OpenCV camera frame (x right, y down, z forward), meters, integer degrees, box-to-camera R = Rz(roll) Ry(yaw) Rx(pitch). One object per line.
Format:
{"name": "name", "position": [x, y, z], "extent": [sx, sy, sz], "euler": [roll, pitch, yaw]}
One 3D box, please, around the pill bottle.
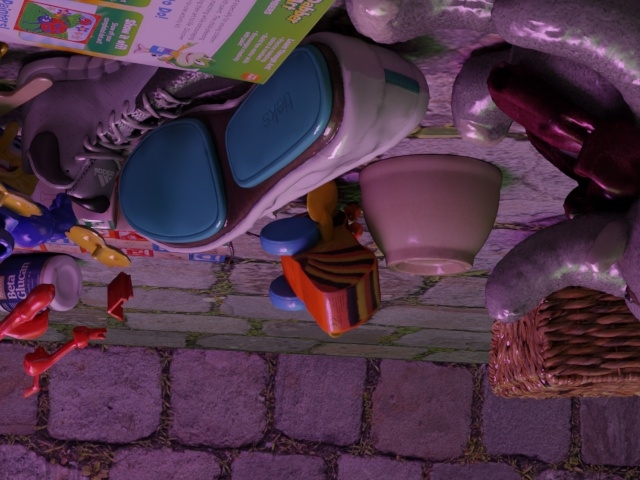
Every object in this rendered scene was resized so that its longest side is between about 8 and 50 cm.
{"name": "pill bottle", "position": [-0.495, 0.074, 1.603], "extent": [0.169, 0.094, 0.094], "euler": [-4, 166, 22]}

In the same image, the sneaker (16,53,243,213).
{"name": "sneaker", "position": [-0.152, -0.087, 0.770], "extent": [0.229, 0.132, 0.086], "euler": [-5, 165, 29]}

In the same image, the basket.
{"name": "basket", "position": [0.394, 0.104, 1.319], "extent": [0.299, 0.213, 0.223], "euler": [-1, 166, -9]}

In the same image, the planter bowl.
{"name": "planter bowl", "position": [0.122, -0.020, 1.070], "extent": [0.162, 0.109, 0.162], "euler": [3, 167, 1]}

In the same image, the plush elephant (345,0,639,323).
{"name": "plush elephant", "position": [0.202, -0.045, 0.623], "extent": [0.330, 0.255, 0.272], "euler": [-3, 166, 19]}

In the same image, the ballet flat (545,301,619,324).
{"name": "ballet flat", "position": [0.509, 0.133, 1.504], "extent": [0.483, 0.182, 0.164], "euler": [0, 168, 12]}

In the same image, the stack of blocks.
{"name": "stack of blocks", "position": [-0.249, -0.043, 1.076], "extent": [0.297, 0.087, 0.171], "euler": [4, 166, -8]}

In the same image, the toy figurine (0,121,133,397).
{"name": "toy figurine", "position": [-0.351, -0.046, 0.872], "extent": [0.362, 0.217, 0.191], "euler": [31, 111, -28]}

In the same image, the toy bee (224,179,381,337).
{"name": "toy bee", "position": [0.000, 0.000, 1.147], "extent": [0.162, 0.298, 0.195], "euler": [-21, 139, -24]}

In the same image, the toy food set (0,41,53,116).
{"name": "toy food set", "position": [-0.309, -0.158, 0.727], "extent": [0.132, 0.038, 0.192], "euler": [-16, 150, 37]}

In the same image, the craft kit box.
{"name": "craft kit box", "position": [-0.111, -0.176, 0.562], "extent": [0.247, 0.061, 0.250], "euler": [10, 165, -20]}

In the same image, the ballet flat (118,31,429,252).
{"name": "ballet flat", "position": [-0.049, -0.073, 0.863], "extent": [0.139, 0.139, 0.400], "euler": [11, 162, -32]}
